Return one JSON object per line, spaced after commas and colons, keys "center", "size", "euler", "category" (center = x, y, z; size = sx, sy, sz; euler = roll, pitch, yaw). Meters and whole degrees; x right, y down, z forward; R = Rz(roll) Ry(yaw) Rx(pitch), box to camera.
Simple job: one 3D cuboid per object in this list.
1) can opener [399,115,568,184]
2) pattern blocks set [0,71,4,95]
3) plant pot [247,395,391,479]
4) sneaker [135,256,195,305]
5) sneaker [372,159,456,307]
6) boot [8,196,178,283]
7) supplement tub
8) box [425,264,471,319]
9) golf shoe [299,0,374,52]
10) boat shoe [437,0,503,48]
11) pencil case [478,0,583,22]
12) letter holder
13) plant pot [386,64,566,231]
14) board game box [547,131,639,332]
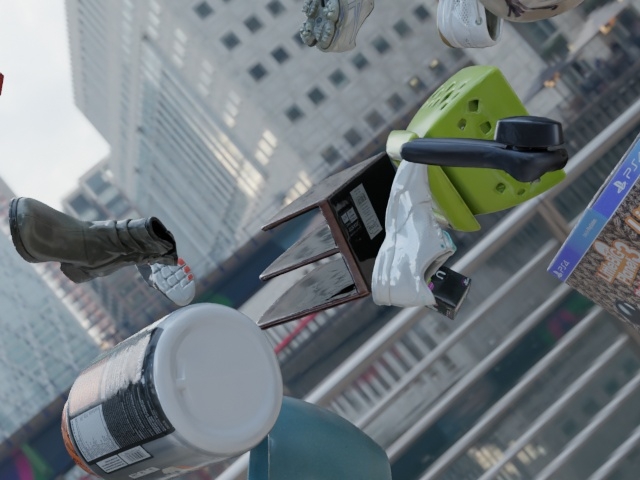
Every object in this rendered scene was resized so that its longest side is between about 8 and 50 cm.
{"center": [0.176, -0.097, 1.155], "size": [0.186, 0.073, 0.059], "euler": [2, 6, 32], "category": "can opener"}
{"center": [-0.506, -0.110, 1.155], "size": [0.325, 0.285, 0.026], "euler": [-52, -30, 1], "category": "pattern blocks set"}
{"center": [-0.001, 0.380, 1.618], "size": [0.195, 0.290, 0.290], "euler": [3, -14, -9], "category": "plant pot"}
{"center": [-0.250, 0.053, 1.694], "size": [0.061, 0.158, 0.065], "euler": [-25, -33, -28], "category": "sneaker"}
{"center": [0.130, -0.011, 1.370], "size": [0.080, 0.094, 0.212], "euler": [65, -145, -64], "category": "sneaker"}
{"center": [-0.289, -0.012, 1.407], "size": [0.161, 0.084, 0.246], "euler": [-11, -18, 12], "category": "boot"}
{"center": [-0.205, 0.211, 1.387], "size": [0.193, 0.194, 0.316], "euler": [-38, 6, -40], "category": "supplement tub"}
{"center": [0.196, 0.079, 1.750], "size": [0.062, 0.083, 0.052], "euler": [-57, -16, -21], "category": "box"}
{"center": [0.036, -0.313, 1.301], "size": [0.086, 0.069, 0.176], "euler": [7, -71, -51], "category": "golf shoe"}
{"center": [0.224, -0.389, 1.402], "size": [0.098, 0.277, 0.096], "euler": [-8, 16, -42], "category": "boat shoe"}
{"center": [0.292, -0.330, 0.944], "size": [0.183, 0.160, 0.410], "euler": [-37, 8, -23], "category": "pencil case"}
{"center": [0.000, 0.000, 1.653], "size": [0.214, 0.152, 0.302], "euler": [-22, 9, 25], "category": "letter holder"}
{"center": [0.248, -0.146, 1.825], "size": [0.207, 0.228, 0.227], "euler": [-37, 10, -2], "category": "plant pot"}
{"center": [0.454, 0.030, 1.294], "size": [0.141, 0.291, 0.232], "euler": [-52, -13, -16], "category": "board game box"}
